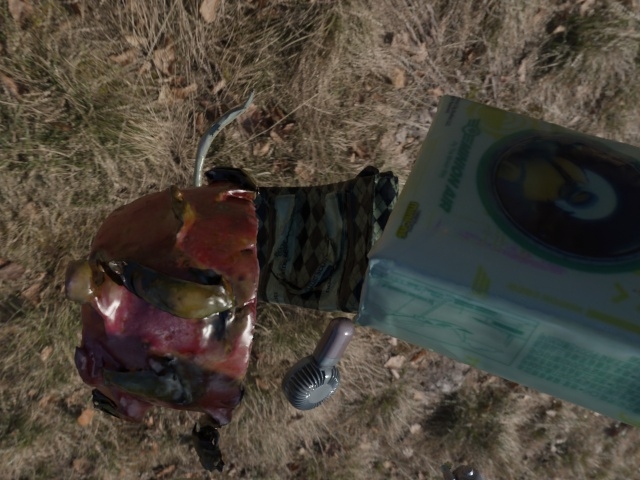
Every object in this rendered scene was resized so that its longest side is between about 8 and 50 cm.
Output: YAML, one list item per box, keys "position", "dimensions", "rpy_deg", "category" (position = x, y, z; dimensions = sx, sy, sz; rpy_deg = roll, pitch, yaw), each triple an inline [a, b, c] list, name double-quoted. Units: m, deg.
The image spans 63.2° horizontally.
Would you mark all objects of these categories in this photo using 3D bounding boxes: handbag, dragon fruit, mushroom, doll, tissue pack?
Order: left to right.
- position: [-0.139, 0.062, 0.470]
  dimensions: [0.147, 0.211, 0.282]
  rpy_deg: [9, 85, -16]
  category: "dragon fruit"
- position: [-0.219, -0.180, 1.077]
  dimensions: [0.068, 0.043, 0.306]
  rpy_deg: [13, 111, -27]
  category: "mushroom"
- position: [0.000, 0.000, 1.206]
  dimensions: [0.180, 0.416, 0.317]
  rpy_deg: [0, 91, -48]
  category: "handbag"
- position: [0.344, 0.699, 1.394]
  dimensions: [0.287, 0.151, 0.151]
  rpy_deg: [-17, 104, -36]
  category: "doll"
- position: [0.268, 0.018, 0.569]
  dimensions: [0.387, 0.162, 0.287]
  rpy_deg: [19, 55, 12]
  category: "tissue pack"

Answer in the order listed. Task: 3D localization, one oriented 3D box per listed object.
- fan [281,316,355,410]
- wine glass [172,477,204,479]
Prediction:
- position: [0.003, 0.266, 1.133]
  dimensions: [0.130, 0.074, 0.244]
  rpy_deg: [7, 119, -41]
  category: "fan"
- position: [-0.261, 0.591, 0.905]
  dimensions: [0.237, 0.323, 0.238]
  rpy_deg: [1, 108, 2]
  category: "wine glass"
